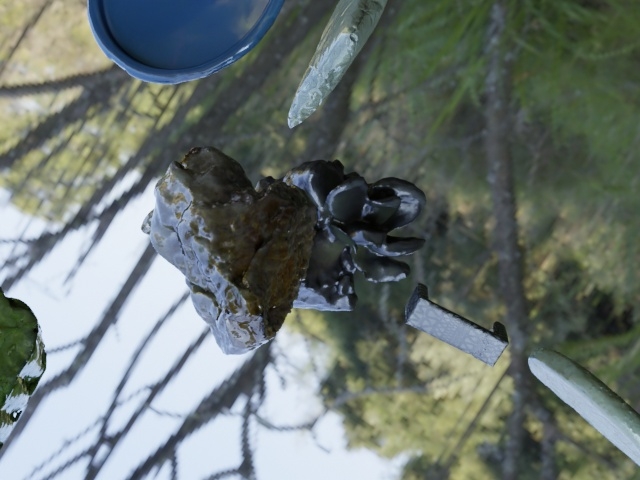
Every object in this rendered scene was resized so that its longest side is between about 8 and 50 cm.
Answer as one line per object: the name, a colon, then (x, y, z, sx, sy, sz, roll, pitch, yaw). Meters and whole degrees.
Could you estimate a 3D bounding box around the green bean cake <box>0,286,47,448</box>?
green bean cake: (-0.372, 0.124, 1.200, 0.200, 0.214, 0.113, 26, 166, 6)

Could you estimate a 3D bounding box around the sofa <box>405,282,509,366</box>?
sofa: (0.157, 0.097, 1.520, 0.118, 0.039, 0.060, 27, -165, -6)

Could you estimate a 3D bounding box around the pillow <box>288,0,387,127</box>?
pillow: (0.044, -0.362, 2.334, 0.076, 0.274, 0.281, 28, -131, -7)

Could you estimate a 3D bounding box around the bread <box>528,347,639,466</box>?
bread: (0.280, 0.160, 1.311, 0.193, 0.036, 0.112, 41, 173, 29)

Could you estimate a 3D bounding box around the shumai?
shumai: (-0.115, 0.014, 1.419, 0.185, 0.218, 0.184, 11, 144, 11)

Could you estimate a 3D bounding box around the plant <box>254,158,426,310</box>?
plant: (0.000, 0.000, 1.834, 0.276, 0.188, 0.199, -14, 151, 38)

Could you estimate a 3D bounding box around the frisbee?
frisbee: (-0.161, -0.329, 1.651, 0.289, 0.289, 0.049, 35, -179, 25)
